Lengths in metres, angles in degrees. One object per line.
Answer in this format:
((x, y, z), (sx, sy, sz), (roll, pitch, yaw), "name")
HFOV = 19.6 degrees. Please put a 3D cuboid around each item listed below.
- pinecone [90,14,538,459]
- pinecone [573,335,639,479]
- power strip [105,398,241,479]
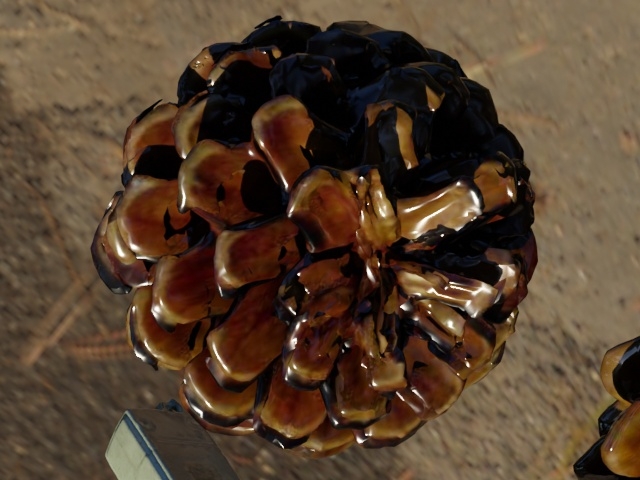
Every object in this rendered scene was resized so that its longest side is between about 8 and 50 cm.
((0.000, 0.000, 0.877), (0.221, 0.221, 0.221), (-6, 67, 15), "pinecone")
((0.400, 0.168, 1.334), (0.398, 0.398, 0.397), (-6, 67, 15), "pinecone")
((-0.079, 0.218, 1.382), (0.272, 0.078, 0.052), (50, 122, 44), "power strip")
